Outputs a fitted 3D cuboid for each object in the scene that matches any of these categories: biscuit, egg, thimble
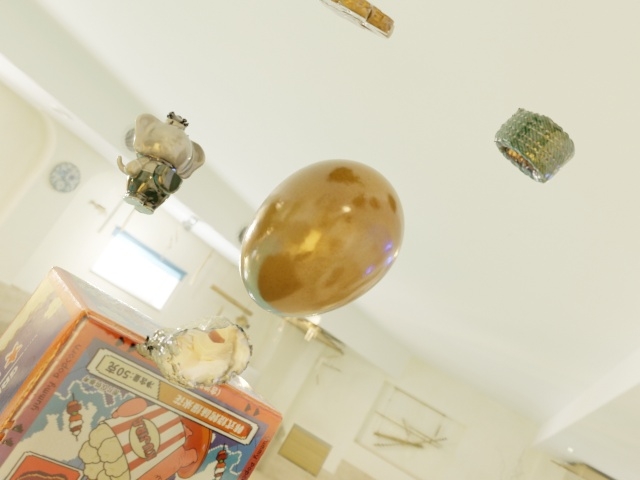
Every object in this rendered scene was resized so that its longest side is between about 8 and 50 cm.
[{"bbox_3d":[0.053,-0.402,1.002,0.184,0.035,0.249,33,16,15],"label":"biscuit"},{"bbox_3d":[0.000,0.000,1.044,0.250,0.322,0.250,50,-2,3],"label":"egg"},{"bbox_3d":[0.411,-0.180,1.120,0.118,0.090,0.135,38,7,-48],"label":"thimble"}]

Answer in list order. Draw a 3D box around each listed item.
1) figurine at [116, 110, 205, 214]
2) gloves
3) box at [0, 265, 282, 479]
[{"bbox_3d":[-0.283,-0.141,1.024,0.126,0.192,0.147,1,-27,42],"label":"figurine"},{"bbox_3d":[-0.145,0.127,0.659,0.115,0.070,0.153,-10,5,-27],"label":"gloves"},{"bbox_3d":[-0.305,0.273,0.833,0.349,0.318,0.257,41,-10,-33],"label":"box"}]
